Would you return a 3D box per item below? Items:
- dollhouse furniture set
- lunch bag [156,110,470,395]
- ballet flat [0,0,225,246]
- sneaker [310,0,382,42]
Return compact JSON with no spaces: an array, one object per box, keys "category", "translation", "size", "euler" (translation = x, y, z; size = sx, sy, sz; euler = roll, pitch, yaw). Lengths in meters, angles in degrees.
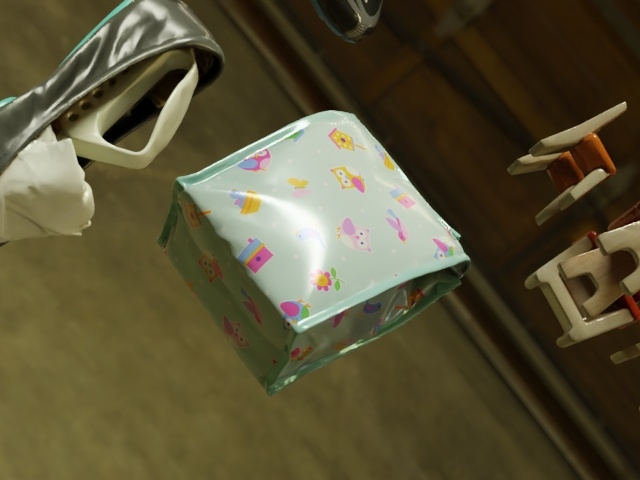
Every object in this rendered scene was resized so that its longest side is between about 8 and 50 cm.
[{"category":"dollhouse furniture set","translation":[0.296,0.017,1.694],"size":[0.262,0.135,0.259],"euler":[62,-13,6]},{"category":"lunch bag","translation":[0.000,0.000,1.847],"size":[0.223,0.262,0.160],"euler":[51,-34,19]},{"category":"ballet flat","translation":[-0.170,-0.068,1.210],"size":[0.096,0.280,0.095],"euler":[34,-25,22]},{"category":"sneaker","translation":[0.043,-0.212,1.094],"size":[0.078,0.188,0.067],"euler":[18,-1,37]}]
